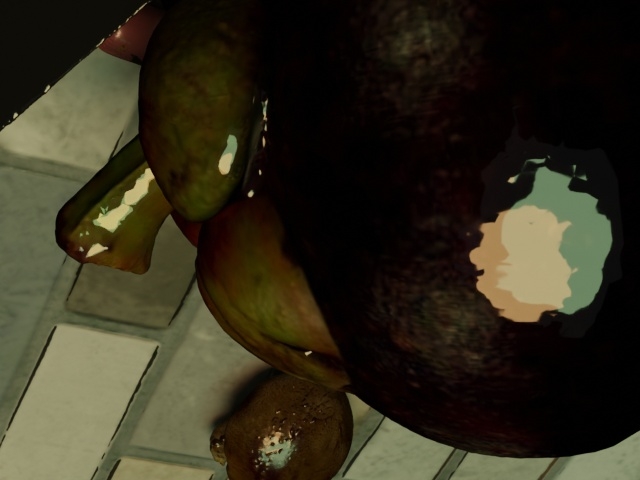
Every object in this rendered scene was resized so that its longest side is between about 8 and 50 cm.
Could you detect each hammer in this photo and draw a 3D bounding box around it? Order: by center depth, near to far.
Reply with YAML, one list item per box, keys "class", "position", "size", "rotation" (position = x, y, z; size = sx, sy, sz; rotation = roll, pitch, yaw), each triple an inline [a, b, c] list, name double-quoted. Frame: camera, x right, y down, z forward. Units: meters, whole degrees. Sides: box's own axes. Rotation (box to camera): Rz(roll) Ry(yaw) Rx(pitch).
- class: "hammer"
  position: [-0.104, -0.129, 1.000]
  size: [0.083, 0.043, 0.043]
  rotation: [19, 124, -27]

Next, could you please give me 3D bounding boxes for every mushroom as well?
- class: "mushroom"
  position: [-0.027, 0.158, 1.262]
  size: [0.127, 0.087, 0.127]
  rotation: [-25, 139, -24]

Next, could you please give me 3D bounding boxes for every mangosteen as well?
- class: "mangosteen"
  position: [0.071, -0.071, 0.898]
  size: [0.435, 0.382, 0.382]
  rotation: [2, 137, 21]

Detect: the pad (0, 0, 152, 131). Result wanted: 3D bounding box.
- class: "pad"
  position: [-0.207, -0.222, 0.809]
  size: [0.202, 0.005, 0.300]
  rotation: [-38, 97, 19]
